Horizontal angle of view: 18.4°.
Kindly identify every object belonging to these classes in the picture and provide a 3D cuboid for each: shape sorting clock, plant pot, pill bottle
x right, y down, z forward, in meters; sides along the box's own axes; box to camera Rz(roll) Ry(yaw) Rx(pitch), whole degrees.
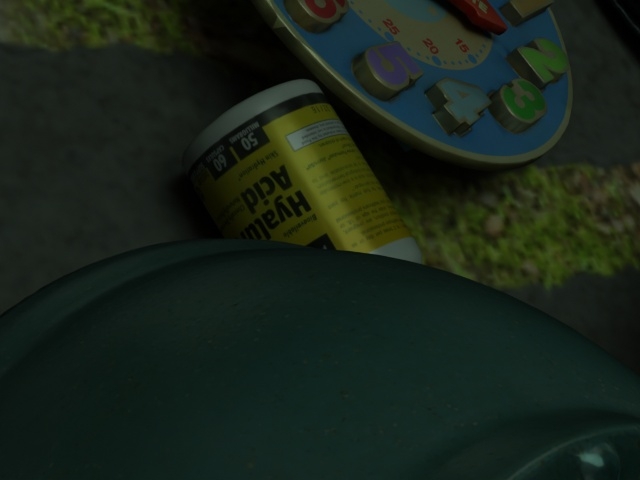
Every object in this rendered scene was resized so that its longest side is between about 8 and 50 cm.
[{"bbox_3d":[0.035,-0.119,0.864,0.206,0.040,0.206,32,35,-26],"label":"shape sorting clock"},{"bbox_3d":[0.027,0.138,0.563,0.293,0.196,0.293,3,84,-34],"label":"plant pot"},{"bbox_3d":[0.000,0.000,0.779,0.065,0.065,0.116,-24,77,-39],"label":"pill bottle"}]

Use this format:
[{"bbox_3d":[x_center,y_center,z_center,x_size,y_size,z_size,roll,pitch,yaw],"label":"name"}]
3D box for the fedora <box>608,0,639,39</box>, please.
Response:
[{"bbox_3d":[0.277,-0.206,0.970,0.334,0.152,0.334,4,66,-10],"label":"fedora"}]
